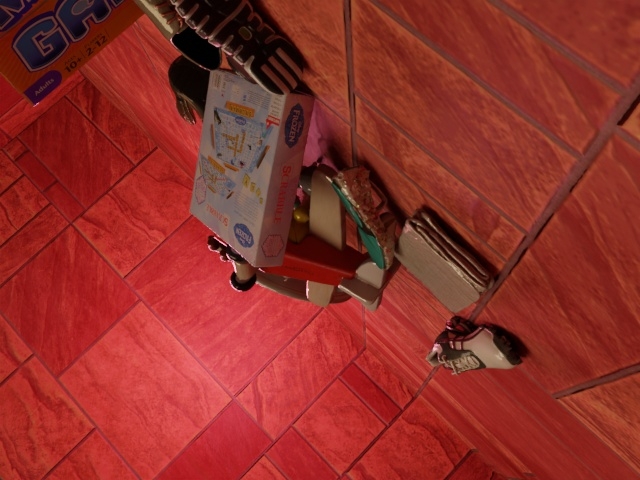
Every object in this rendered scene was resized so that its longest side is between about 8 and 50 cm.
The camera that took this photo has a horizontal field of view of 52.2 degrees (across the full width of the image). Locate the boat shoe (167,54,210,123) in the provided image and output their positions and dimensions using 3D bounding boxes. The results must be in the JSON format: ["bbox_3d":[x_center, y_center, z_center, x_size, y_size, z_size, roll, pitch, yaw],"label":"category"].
[{"bbox_3d":[-0.216,-0.291,1.496,0.324,0.122,0.120,52,177,11],"label":"boat shoe"}]

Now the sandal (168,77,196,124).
[{"bbox_3d":[-0.390,-0.411,1.898,0.072,0.049,0.180,32,149,33],"label":"sandal"}]

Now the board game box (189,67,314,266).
[{"bbox_3d":[-0.147,-0.154,1.270,0.065,0.318,0.318,0,-159,-34],"label":"board game box"}]

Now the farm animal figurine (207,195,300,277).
[{"bbox_3d":[-0.169,-0.074,1.846,0.326,0.330,0.172,12,166,7],"label":"farm animal figurine"}]

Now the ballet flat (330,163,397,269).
[{"bbox_3d":[0.101,-0.043,1.226,0.091,0.077,0.241,46,169,52],"label":"ballet flat"}]

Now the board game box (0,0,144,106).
[{"bbox_3d":[-0.533,-0.531,1.098,0.356,0.356,0.356,43,170,15],"label":"board game box"}]

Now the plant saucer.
[{"bbox_3d":[-0.073,0.056,1.981,0.400,0.101,0.400,18,-163,-6],"label":"plant saucer"}]

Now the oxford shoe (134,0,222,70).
[{"bbox_3d":[-0.248,-0.410,1.052,0.130,0.123,0.348,56,-174,28],"label":"oxford shoe"}]

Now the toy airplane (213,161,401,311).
[{"bbox_3d":[0.000,0.000,1.468,0.386,0.272,0.384,-22,130,40],"label":"toy airplane"}]

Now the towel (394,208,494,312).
[{"bbox_3d":[0.220,0.044,1.209,0.187,0.049,0.282,46,171,9],"label":"towel"}]

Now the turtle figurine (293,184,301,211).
[{"bbox_3d":[-0.118,-0.145,1.655,0.175,0.118,0.234,-5,131,20],"label":"turtle figurine"}]

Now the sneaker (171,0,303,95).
[{"bbox_3d":[-0.157,-0.344,1.052,0.281,0.106,0.162,49,173,-20],"label":"sneaker"}]

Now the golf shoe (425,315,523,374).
[{"bbox_3d":[0.322,0.242,1.376,0.105,0.120,0.273,49,168,-8],"label":"golf shoe"}]
